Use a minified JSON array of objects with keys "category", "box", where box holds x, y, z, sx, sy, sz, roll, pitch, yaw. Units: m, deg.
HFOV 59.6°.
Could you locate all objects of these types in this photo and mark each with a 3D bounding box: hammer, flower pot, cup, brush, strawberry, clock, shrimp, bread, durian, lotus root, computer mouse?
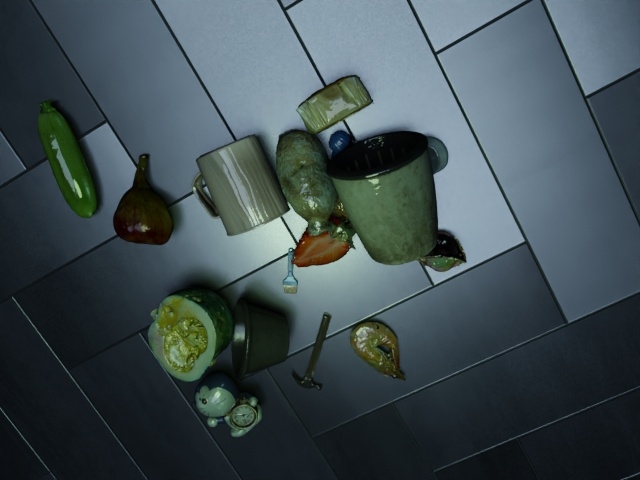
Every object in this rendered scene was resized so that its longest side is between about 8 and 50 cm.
[{"category":"hammer","box":[-0.014,0.392,1.971,0.125,0.027,0.297,16,107,-6]},{"category":"flower pot","box":[-0.199,0.329,1.872,0.166,0.269,0.268,5,107,-17]},{"category":"cup","box":[-0.256,-0.168,1.758,0.208,0.288,0.273,-29,104,-26]},{"category":"brush","box":[-0.102,0.104,1.900,0.051,0.014,0.164,3,106,2]},{"category":"flower pot","box":[0.200,-0.115,1.643,0.294,0.293,0.330,-14,117,8]},{"category":"strawberry","box":[0.010,0.009,1.827,0.175,0.097,0.228,22,132,-20]},{"category":"clock","box":[-0.338,0.580,1.989,0.199,0.146,0.243,-44,103,9]},{"category":"shrimp","box":[0.215,0.389,1.939,0.145,0.061,0.267,-39,98,4]},{"category":"bread","box":[0.041,-0.404,1.650,0.210,0.192,0.109,-26,96,13]},{"category":"durian","box":[0.382,0.042,1.819,0.187,0.118,0.108,4,145,15]},{"category":"lotus root","box":[-0.037,-0.186,1.681,0.175,0.175,0.349,-21,75,10]},{"category":"computer mouse","box":[0.284,-0.247,1.742,0.231,0.079,0.127,-10,109,24]}]

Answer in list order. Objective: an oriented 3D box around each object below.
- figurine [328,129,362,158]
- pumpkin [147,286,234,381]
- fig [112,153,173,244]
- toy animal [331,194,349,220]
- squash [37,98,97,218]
[{"category":"figurine","box":[0.097,-0.286,1.742,0.149,0.087,0.086,16,69,-1]},{"category":"pumpkin","box":[-0.420,0.292,1.888,0.263,0.197,0.293,38,113,7]},{"category":"fig","box":[-0.576,-0.115,1.827,0.191,0.190,0.290,-11,64,7]},{"category":"toy animal","box":[0.081,-0.115,1.803,0.149,0.054,0.275,-40,98,11]},{"category":"squash","box":[-0.817,-0.254,1.801,0.107,0.107,0.394,-14,104,8]}]
